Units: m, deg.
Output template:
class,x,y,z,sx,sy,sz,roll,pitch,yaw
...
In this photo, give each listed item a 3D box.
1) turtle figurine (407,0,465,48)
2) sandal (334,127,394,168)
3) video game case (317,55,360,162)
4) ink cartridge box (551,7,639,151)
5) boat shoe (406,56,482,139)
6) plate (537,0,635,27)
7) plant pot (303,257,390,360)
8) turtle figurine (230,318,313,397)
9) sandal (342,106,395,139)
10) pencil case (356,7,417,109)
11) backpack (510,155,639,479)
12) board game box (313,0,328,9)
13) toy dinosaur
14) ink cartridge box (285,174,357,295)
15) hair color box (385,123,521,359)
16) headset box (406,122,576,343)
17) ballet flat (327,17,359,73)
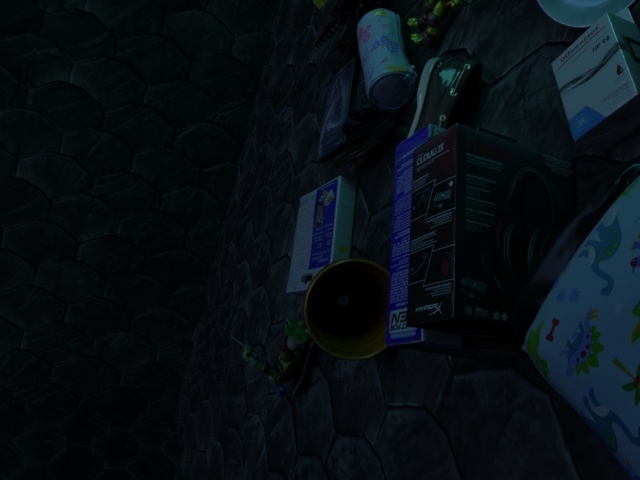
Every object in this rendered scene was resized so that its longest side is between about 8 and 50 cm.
class,x,y,z,sx,sy,sz,roll,pitch,yaw
turtle figurine,0.259,-0.540,1.216,0.217,0.087,0.270,116,147,-49
sandal,0.114,-0.228,1.453,0.219,0.060,0.090,-24,29,46
video game case,0.054,-0.392,1.733,0.196,0.026,0.275,160,119,-65
ink cartridge box,0.381,-0.226,0.774,0.104,0.060,0.180,132,142,-53
boat shoe,0.228,-0.185,1.075,0.096,0.116,0.325,11,88,40
plate,0.392,-0.405,0.819,0.188,0.024,0.188,23,121,45
plant pot,0.060,0.137,1.234,0.188,0.205,0.205,-170,92,-84
turtle figurine,-0.111,0.267,1.567,0.266,0.197,0.275,-52,37,41
sandal,0.115,-0.303,1.428,0.097,0.054,0.254,-44,19,-6
pencil case,0.157,-0.444,1.384,0.124,0.113,0.273,-44,38,39
backpack,0.343,0.097,0.499,0.290,0.273,0.356,-61,39,22
board game box,0.085,-0.712,1.496,0.259,0.039,0.124,-38,19,16
toy dinosaur,0.113,-0.637,1.540,0.218,0.164,0.322,-100,33,-50
ink cartridge box,0.000,0.000,1.608,0.303,0.072,0.308,163,115,-65
hair color box,0.213,0.007,0.904,0.110,0.185,0.339,154,124,-62
headset box,0.242,-0.015,0.799,0.110,0.217,0.294,152,127,-61
ballet flat,0.088,-0.598,1.725,0.084,0.058,0.250,53,148,10
